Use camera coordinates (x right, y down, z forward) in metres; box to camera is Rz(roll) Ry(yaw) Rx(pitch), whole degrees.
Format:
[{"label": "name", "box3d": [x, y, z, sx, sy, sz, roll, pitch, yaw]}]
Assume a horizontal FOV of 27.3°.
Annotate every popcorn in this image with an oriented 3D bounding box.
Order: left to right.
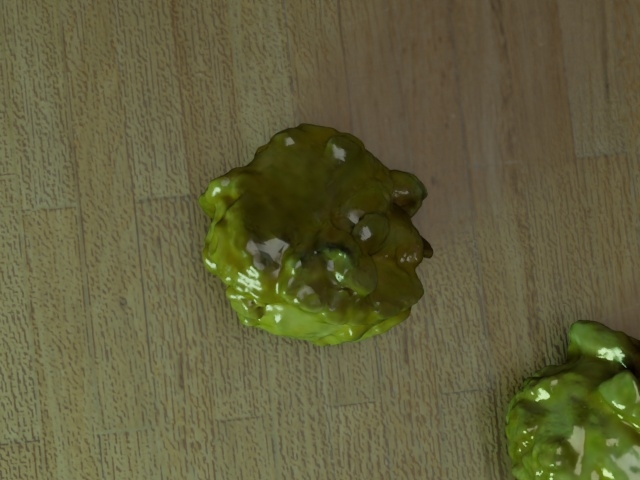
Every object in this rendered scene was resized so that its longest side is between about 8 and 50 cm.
[{"label": "popcorn", "box3d": [0.000, 0.000, 1.391, 0.266, 0.192, 0.233, -13, 71, -30]}, {"label": "popcorn", "box3d": [0.322, 0.217, 1.392, 0.256, 0.195, 0.254, 4, 80, 13]}]
